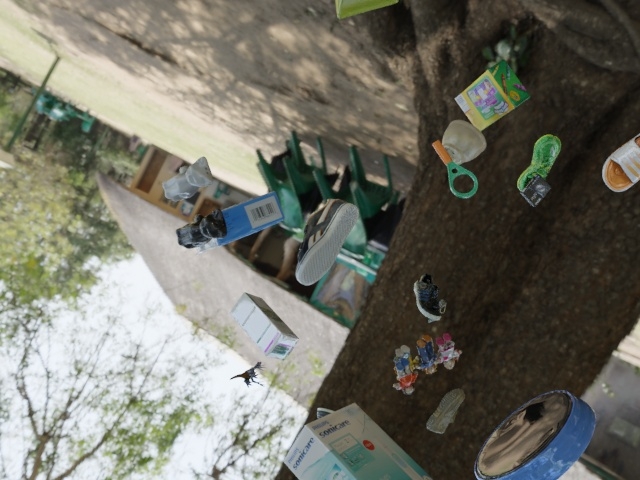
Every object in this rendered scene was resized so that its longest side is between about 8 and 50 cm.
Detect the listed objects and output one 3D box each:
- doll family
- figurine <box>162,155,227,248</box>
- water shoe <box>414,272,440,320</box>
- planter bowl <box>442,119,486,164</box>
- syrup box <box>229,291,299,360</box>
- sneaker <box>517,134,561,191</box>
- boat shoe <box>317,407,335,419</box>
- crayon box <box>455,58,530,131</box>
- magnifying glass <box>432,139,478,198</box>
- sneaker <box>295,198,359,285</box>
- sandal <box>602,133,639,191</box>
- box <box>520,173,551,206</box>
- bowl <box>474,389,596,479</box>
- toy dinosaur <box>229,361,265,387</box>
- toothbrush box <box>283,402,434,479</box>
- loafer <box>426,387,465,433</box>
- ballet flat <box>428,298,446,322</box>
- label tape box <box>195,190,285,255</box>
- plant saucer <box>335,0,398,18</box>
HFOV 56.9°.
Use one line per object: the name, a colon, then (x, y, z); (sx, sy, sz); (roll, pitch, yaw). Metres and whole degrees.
doll family: (0.334, 0.401, 1.967); (0.118, 0.263, 0.163); (45, 158, 52)
figurine: (-0.304, -0.094, 1.477); (0.092, 0.214, 0.209); (-17, -177, -32)
water shoe: (0.376, 0.190, 2.051); (0.073, 0.080, 0.203); (14, -149, -20)
planter bowl: (0.516, -0.352, 2.196); (0.162, 0.109, 0.162); (37, 163, 13)
syrup box: (-0.184, 0.277, 1.913); (0.093, 0.096, 0.237); (27, -169, -49)
sneaker: (0.929, -0.307, 2.489); (0.109, 0.295, 0.123); (15, -141, 1)
boat shoe: (0.086, 0.623, 1.905); (0.254, 0.079, 0.095); (37, 157, -21)
crayon box: (0.625, -0.524, 2.171); (0.165, 0.081, 0.278); (55, 165, -1)
magnifying glass: (0.456, -0.246, 2.027); (0.231, 0.092, 0.026); (61, -178, 19)
sneaker: (0.000, 0.000, 2.033); (0.127, 0.321, 0.126); (28, 171, 42)
sandal: (0.886, -0.249, 1.613); (0.102, 0.265, 0.076); (45, -161, 10)
box: (0.683, -0.160, 1.874); (0.067, 0.083, 0.018); (43, 174, -17)
bowl: (0.605, 0.582, 1.702); (0.077, 0.391, 0.391); (48, -179, 4)
toy dinosaur: (-0.148, 0.276, 1.254); (0.090, 0.047, 0.082); (25, -176, -17)
toothbrush box: (0.098, 0.537, 1.350); (0.295, 0.126, 0.216); (39, -158, 29)
loafer: (0.360, 0.481, 1.664); (0.050, 0.148, 0.056); (39, -177, -11)
ballet flat: (0.497, 0.303, 2.488); (0.041, 0.114, 0.041); (31, 179, 0)
label tape box: (-0.294, -0.053, 1.977); (0.334, 0.241, 0.105); (-15, 98, 64)
plant saucer: (0.124, -0.772, 1.746); (0.188, 0.188, 0.045); (-10, 167, 16)
